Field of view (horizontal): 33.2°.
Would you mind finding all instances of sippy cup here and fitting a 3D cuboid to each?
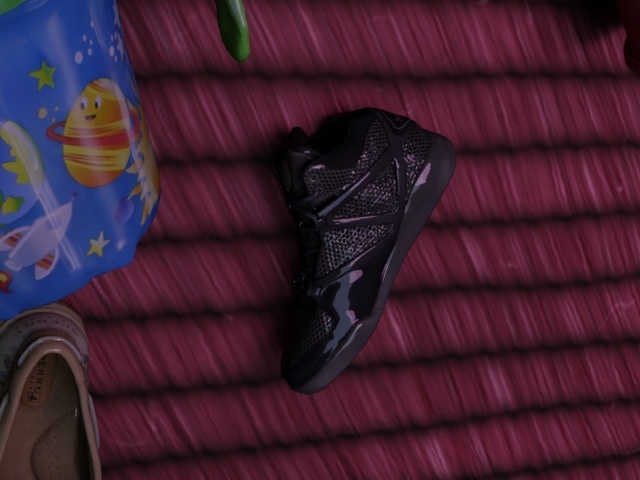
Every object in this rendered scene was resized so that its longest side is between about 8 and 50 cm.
[{"bbox_3d":[-0.207,-0.083,0.647,0.305,0.240,0.224,-4,128,21],"label":"sippy cup"}]

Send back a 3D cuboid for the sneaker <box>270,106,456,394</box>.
[{"bbox_3d":[0.000,0.000,0.820,0.130,0.087,0.227,24,94,-24],"label":"sneaker"}]

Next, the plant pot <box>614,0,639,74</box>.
[{"bbox_3d":[0.287,-0.296,0.744,0.272,0.272,0.265,-34,109,-7],"label":"plant pot"}]

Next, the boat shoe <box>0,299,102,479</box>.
[{"bbox_3d":[-0.212,0.187,0.796,0.104,0.089,0.285,-5,110,-20],"label":"boat shoe"}]
